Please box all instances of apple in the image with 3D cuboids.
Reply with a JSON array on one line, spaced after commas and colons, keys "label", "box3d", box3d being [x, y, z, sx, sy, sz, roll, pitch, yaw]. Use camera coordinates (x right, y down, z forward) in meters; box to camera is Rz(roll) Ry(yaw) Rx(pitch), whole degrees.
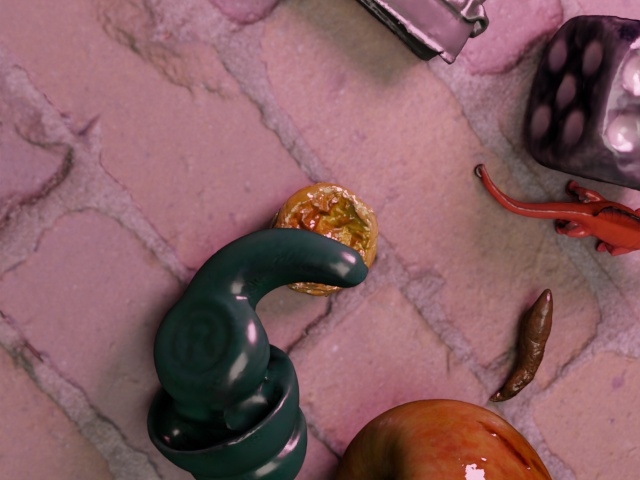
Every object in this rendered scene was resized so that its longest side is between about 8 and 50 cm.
[{"label": "apple", "box3d": [0.139, 0.309, 1.344, 0.264, 0.264, 0.264, -4, 101, -19]}]

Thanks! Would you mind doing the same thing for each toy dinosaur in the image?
[{"label": "toy dinosaur", "box3d": [0.325, -0.026, 1.411, 0.286, 0.139, 0.070, 19, 92, -21]}]

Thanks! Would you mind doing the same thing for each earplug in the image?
[{"label": "earplug", "box3d": [-0.070, 0.141, 1.297, 0.257, 0.164, 0.280, -33, 124, -28]}]

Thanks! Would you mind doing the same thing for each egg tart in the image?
[{"label": "egg tart", "box3d": [0.000, 0.000, 1.345, 0.130, 0.052, 0.130, -3, 99, -21]}]

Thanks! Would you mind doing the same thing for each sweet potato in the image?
[{"label": "sweet potato", "box3d": [0.249, 0.129, 1.468, 0.041, 0.038, 0.153, 21, 101, 0]}]

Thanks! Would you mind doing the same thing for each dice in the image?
[{"label": "dice", "box3d": [0.351, -0.148, 1.379, 0.182, 0.183, 0.181, 11, 97, -19]}]

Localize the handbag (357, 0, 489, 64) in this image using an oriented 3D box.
[{"label": "handbag", "box3d": [0.113, -0.355, 1.311, 0.260, 0.079, 0.247, 37, 86, -22]}]
